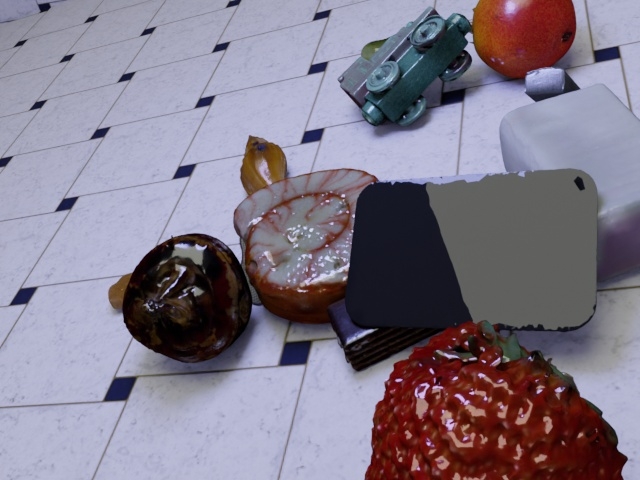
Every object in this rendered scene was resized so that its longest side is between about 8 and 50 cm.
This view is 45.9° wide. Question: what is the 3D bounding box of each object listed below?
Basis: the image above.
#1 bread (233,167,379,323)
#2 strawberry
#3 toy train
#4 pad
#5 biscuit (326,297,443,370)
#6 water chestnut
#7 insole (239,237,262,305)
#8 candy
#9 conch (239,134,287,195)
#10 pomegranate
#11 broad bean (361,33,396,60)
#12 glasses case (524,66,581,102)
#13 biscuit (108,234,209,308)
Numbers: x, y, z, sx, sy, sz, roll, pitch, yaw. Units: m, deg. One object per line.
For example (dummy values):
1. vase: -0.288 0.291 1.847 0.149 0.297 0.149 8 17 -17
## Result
1. bread: 0.004 0.000 1.362 0.295 0.114 0.327 -20 40 -2
2. strawberry: 0.165 0.275 0.881 0.351 0.267 0.312 -59 12 3
3. toy train: 0.189 -0.390 1.675 0.304 0.150 0.221 -45 34 4
4. pad: 0.223 0.053 1.142 0.375 0.063 0.314 -1 70 26
5. biscuit: 0.139 0.105 1.212 0.252 0.070 0.106 -26 38 -2
6. water chestnut: -0.229 0.102 1.296 0.224 0.238 0.223 -1 84 11
7. insole: -0.125 0.042 1.483 0.086 0.005 0.253 -21 37 4
8. candy: 0.446 -0.106 1.236 0.208 0.145 0.358 -20 39 6
9. conch: -0.113 -0.141 1.622 0.109 0.093 0.330 -12 38 -12
10. pomegranate: 0.421 -0.463 1.630 0.221 0.221 0.257 -44 35 -23
11. broad bean: 0.179 -0.466 1.861 0.175 0.082 0.124 -26 35 0
12. glasses case: 0.443 -0.275 1.412 0.071 0.205 0.047 2 88 31
13. biscuit: -0.317 0.070 1.530 0.236 0.040 0.144 -28 31 -2
